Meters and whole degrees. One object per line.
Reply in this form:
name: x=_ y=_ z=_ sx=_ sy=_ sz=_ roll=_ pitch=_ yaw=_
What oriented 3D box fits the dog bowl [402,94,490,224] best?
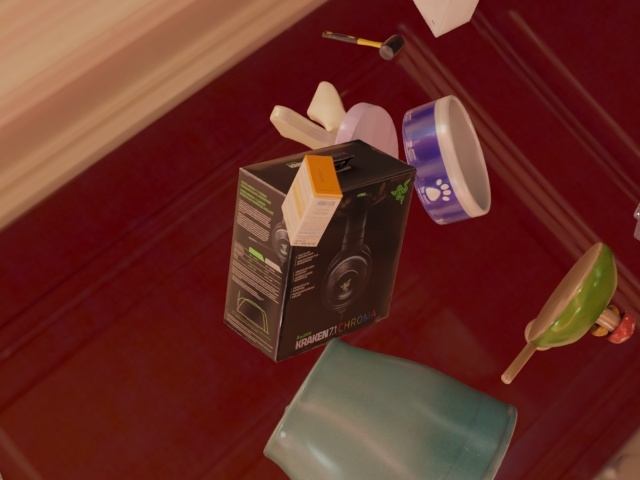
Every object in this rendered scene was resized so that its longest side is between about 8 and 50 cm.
dog bowl: x=0.273 y=-0.170 z=2.089 sx=0.104 sy=0.265 sz=0.265 roll=-16 pitch=119 yaw=22

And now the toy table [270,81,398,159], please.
toy table: x=0.024 y=-0.152 z=1.689 sx=0.161 sy=0.252 sz=0.274 roll=17 pitch=153 yaw=23

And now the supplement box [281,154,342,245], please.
supplement box: x=-0.011 y=-0.046 z=1.158 sx=0.098 sy=0.036 sz=0.062 roll=119 pitch=146 yaw=-47

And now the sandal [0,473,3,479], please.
sandal: x=-0.475 y=0.297 z=1.229 sx=0.416 sy=0.102 sz=0.169 roll=51 pitch=137 yaw=45

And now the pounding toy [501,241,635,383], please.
pounding toy: x=0.395 y=0.125 z=1.463 sx=0.110 sy=0.183 sz=0.237 roll=35 pitch=125 yaw=6

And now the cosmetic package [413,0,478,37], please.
cosmetic package: x=0.224 y=-0.609 z=1.918 sx=0.284 sy=0.097 sz=0.377 roll=63 pitch=172 yaw=9

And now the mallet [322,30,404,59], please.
mallet: x=0.088 y=-0.435 z=2.151 sx=0.190 sy=0.062 sz=0.039 roll=11 pitch=130 yaw=18

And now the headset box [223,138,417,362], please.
headset box: x=0.000 y=0.000 z=1.447 sx=0.131 sy=0.246 sz=0.283 roll=32 pitch=125 yaw=37

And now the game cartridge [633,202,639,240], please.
game cartridge: x=0.535 y=-0.168 z=1.402 sx=0.068 sy=0.230 sz=0.355 roll=21 pitch=156 yaw=20

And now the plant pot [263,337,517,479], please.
plant pot: x=0.077 y=0.265 z=1.277 sx=0.255 sy=0.271 sz=0.271 roll=32 pitch=156 yaw=5
